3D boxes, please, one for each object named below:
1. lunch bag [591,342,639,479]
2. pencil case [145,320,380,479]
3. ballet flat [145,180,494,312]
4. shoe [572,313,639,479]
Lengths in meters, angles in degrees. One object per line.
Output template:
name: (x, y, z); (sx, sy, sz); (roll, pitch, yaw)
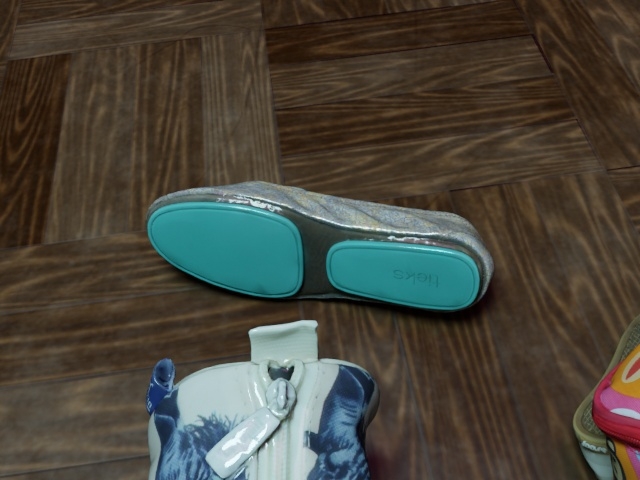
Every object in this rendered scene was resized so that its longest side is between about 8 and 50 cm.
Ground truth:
lunch bag: (0.342, 0.098, 0.473); (0.293, 0.120, 0.258); (-28, 19, -31)
pencil case: (-0.025, 0.253, 0.407); (0.159, 0.184, 0.411); (-7, 49, 2)
ballet flat: (0.000, 0.000, 0.727); (0.315, 0.108, 0.106); (12, 30, 8)
shoe: (0.274, 0.110, 0.628); (0.219, 0.058, 0.076); (-36, 23, -29)
